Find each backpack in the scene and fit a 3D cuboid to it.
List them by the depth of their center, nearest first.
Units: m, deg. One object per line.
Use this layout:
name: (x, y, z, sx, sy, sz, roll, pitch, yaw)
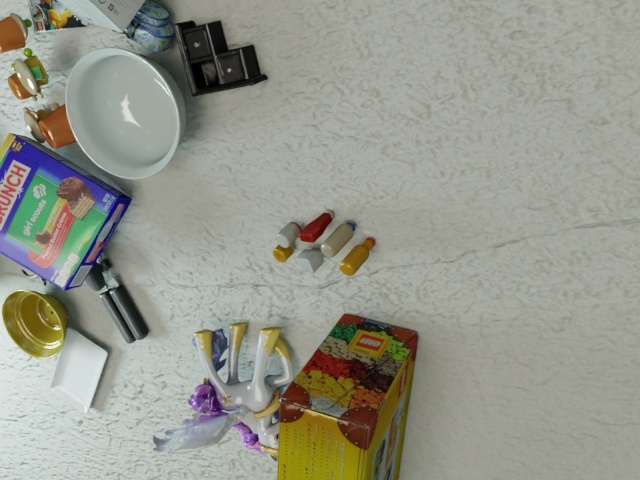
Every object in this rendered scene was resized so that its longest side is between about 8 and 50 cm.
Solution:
backpack: (-0.373, -0.467, 1.568, 0.114, 0.105, 0.084, 37, 123, -1)

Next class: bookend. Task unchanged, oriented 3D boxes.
bookend: (-0.213, -0.401, 1.546, 0.157, 0.072, 0.156, -4, 110, 24)

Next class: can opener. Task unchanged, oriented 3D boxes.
can opener: (-0.563, 0.156, 1.938, 0.074, 0.093, 0.280, -19, 108, 28)

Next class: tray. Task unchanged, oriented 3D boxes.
tray: (-0.706, 0.379, 2.127, 0.145, 0.030, 0.270, 32, 121, 9)

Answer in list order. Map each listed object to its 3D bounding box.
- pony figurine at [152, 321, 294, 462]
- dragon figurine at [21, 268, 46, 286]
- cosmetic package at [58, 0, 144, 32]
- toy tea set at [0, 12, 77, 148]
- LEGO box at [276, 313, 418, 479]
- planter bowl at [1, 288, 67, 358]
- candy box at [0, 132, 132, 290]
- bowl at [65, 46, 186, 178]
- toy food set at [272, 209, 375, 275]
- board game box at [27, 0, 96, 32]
pony figurine: (-0.216, 0.396, 1.811, 0.351, 0.303, 0.363, -4, 95, 16)
dragon figurine: (-0.703, 0.043, 1.945, 0.085, 0.144, 0.289, 52, 141, -7)
cosmetic package: (-0.462, -0.544, 1.482, 0.183, 0.151, 0.151, 25, 80, 39)
toy tea set: (-0.652, -0.372, 1.720, 0.200, 0.124, 0.336, 31, 143, 38)
LEGO box: (0.058, 0.482, 1.643, 0.193, 0.372, 0.500, 13, 116, 18)
planter bowl: (-0.788, 0.221, 2.057, 0.217, 0.090, 0.217, 8, 113, 20)
candy box: (-0.679, -0.072, 1.786, 0.317, 0.122, 0.268, 30, 91, 3)
bowl: (-0.415, -0.297, 1.643, 0.298, 0.134, 0.298, 9, 114, 20)
toy food set: (0.000, 0.000, 1.637, 0.232, 0.104, 0.111, 6, 129, 40)
board game box: (-0.587, -0.629, 1.618, 0.193, 0.053, 0.305, 1, 112, 23)
